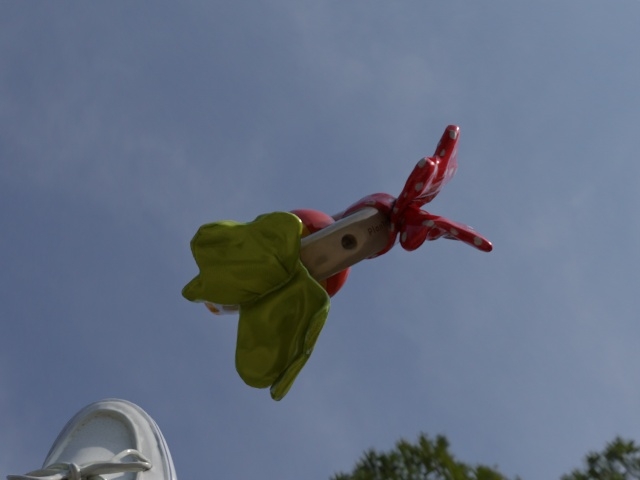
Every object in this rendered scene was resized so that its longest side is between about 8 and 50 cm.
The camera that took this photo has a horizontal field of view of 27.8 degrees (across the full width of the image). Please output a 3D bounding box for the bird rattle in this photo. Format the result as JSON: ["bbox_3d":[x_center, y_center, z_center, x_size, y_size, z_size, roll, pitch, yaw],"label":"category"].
[{"bbox_3d":[0.000,0.000,1.029,0.253,0.207,0.143,-37,-79,-24],"label":"bird rattle"}]

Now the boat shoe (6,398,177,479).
[{"bbox_3d":[-0.204,0.236,1.059,0.135,0.367,0.156,-2,-52,7],"label":"boat shoe"}]
